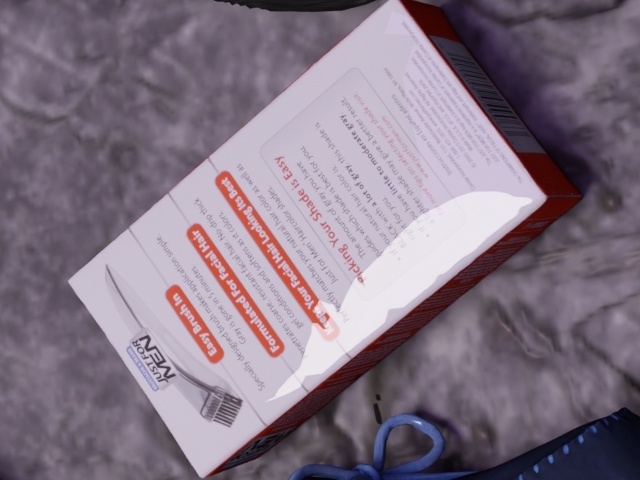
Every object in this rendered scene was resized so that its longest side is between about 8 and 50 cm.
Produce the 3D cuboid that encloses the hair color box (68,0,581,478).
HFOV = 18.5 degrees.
[{"bbox_3d":[0.000,0.000,0.718,0.167,0.053,0.093,-39,77,18],"label":"hair color box"}]

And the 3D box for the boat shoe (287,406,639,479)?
[{"bbox_3d":[0.001,0.122,0.692,0.258,0.109,0.089,-34,74,18],"label":"boat shoe"}]

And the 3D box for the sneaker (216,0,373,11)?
[{"bbox_3d":[-0.118,-0.282,0.703,0.447,0.169,0.257,30,76,0],"label":"sneaker"}]
